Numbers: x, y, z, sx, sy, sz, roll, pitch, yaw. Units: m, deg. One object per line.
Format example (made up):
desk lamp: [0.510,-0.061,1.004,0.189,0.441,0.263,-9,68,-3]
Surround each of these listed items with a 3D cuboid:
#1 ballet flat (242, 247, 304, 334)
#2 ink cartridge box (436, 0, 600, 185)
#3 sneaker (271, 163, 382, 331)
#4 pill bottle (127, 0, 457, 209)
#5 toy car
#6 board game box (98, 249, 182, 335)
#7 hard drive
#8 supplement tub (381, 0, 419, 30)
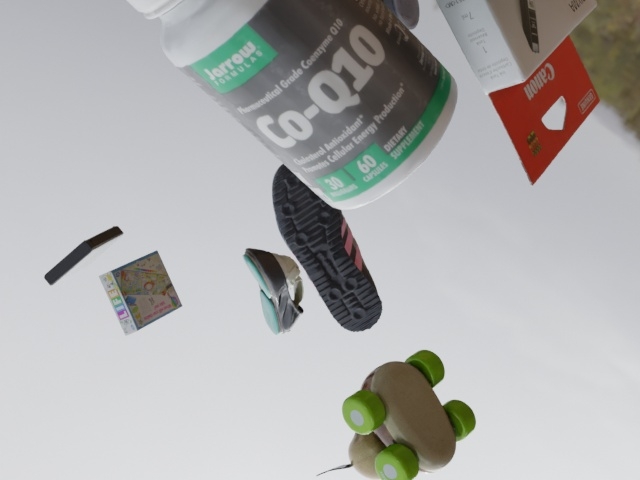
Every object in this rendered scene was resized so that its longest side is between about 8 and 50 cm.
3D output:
ballet flat: [-0.060,0.060,1.834,0.074,0.074,0.203,43,162,32]
ink cartridge box: [0.255,-0.226,1.473,0.239,0.060,0.275,60,-142,-12]
sneaker: [0.000,0.000,2.155,0.131,0.112,0.319,-112,-1,-71]
pill bottle: [-0.039,-0.217,1.371,0.361,0.204,0.204,41,-170,-23]
toy car: [0.074,0.248,1.645,0.155,0.188,0.149,-27,-96,-44]
board game box: [-0.285,0.082,2.053,0.103,0.026,0.154,66,-156,-2]
hard drive: [-0.371,0.022,2.019,0.022,0.094,0.135,50,-163,-1]
supplement tub: [0.030,-0.293,1.708,0.197,0.106,0.106,-7,169,32]
